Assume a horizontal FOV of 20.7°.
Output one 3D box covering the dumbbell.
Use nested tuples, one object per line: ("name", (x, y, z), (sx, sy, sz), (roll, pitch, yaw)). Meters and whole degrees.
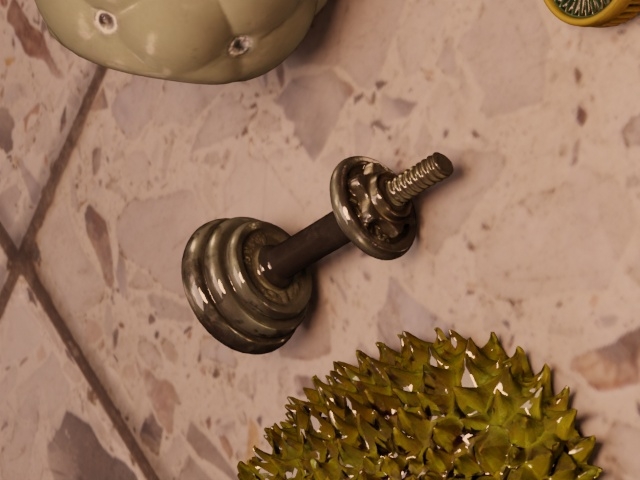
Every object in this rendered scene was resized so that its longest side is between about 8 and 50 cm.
("dumbbell", (0.000, 0.000, 1.266), (0.254, 0.110, 0.110), (-30, 69, 38))

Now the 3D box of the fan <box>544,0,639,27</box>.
("fan", (0.154, -0.188, 1.118), (0.155, 0.039, 0.082), (32, 116, 45))

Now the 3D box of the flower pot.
("flower pot", (-0.103, -0.224, 1.265), (0.246, 0.246, 0.195), (26, 111, 45))

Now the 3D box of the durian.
("durian", (0.056, 0.167, 1.227), (0.355, 0.157, 0.169), (-17, 115, 49))
